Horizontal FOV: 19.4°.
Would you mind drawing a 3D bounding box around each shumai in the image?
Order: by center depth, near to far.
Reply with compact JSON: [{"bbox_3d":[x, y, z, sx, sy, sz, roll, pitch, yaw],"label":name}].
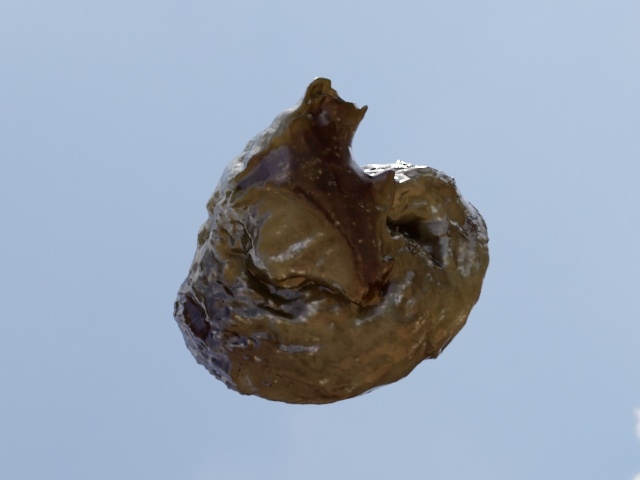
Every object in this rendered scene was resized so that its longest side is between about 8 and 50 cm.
[{"bbox_3d":[-0.005,0.009,0.849,0.139,0.123,0.105,-37,-40,16],"label":"shumai"}]
